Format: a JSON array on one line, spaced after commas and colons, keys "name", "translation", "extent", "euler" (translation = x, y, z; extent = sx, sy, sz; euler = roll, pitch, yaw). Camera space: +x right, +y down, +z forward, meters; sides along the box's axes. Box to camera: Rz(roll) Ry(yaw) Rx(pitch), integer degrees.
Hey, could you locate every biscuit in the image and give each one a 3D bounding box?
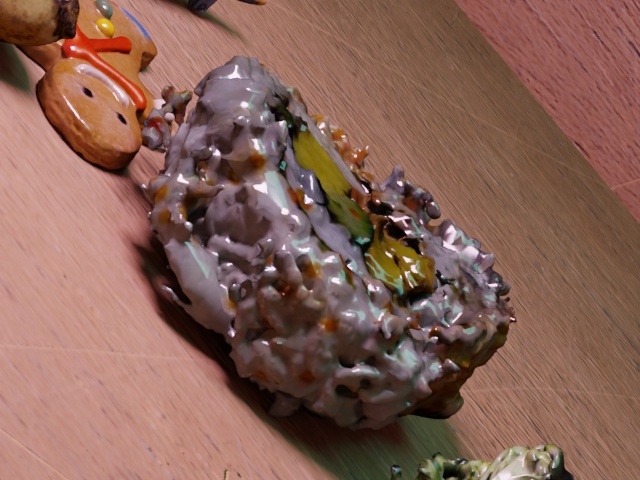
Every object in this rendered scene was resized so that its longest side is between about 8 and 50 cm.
[{"name": "biscuit", "translation": [-0.218, -0.175, 1.798], "extent": [0.205, 0.049, 0.324], "euler": [41, 22, -24]}]

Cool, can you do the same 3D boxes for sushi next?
[{"name": "sushi", "translation": [-0.003, -0.001, 1.726], "extent": [0.417, 0.176, 0.417], "euler": [42, 20, -19]}]

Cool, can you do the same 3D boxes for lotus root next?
[{"name": "lotus root", "translation": [-0.318, -0.262, 1.668], "extent": [0.258, 0.097, 0.110], "euler": [45, 16, 12]}]

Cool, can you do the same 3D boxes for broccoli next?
[{"name": "broccoli", "translation": [0.108, 0.269, 1.546], "extent": [0.304, 0.165, 0.145], "euler": [-16, 97, -55]}]

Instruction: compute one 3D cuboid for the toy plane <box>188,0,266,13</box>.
[{"name": "toy plane", "translation": [-0.181, -0.336, 2.118], "extent": [0.316, 0.103, 0.204], "euler": [39, 22, -46]}]
